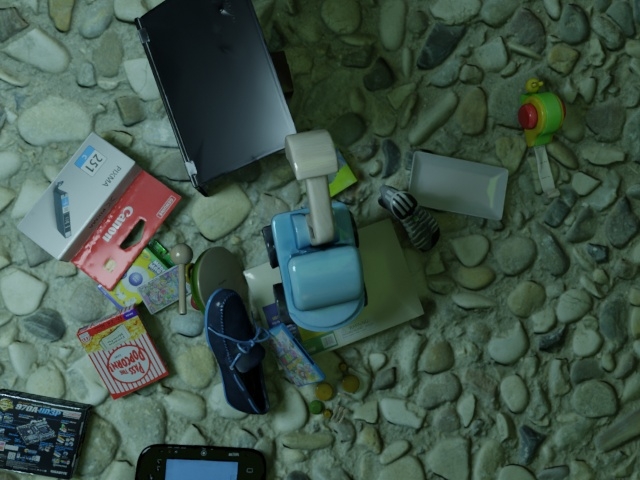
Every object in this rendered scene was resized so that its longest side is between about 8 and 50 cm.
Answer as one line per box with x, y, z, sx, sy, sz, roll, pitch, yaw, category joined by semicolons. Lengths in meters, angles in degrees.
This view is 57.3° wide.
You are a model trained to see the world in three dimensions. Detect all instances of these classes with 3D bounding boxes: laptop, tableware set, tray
-0.232;-0.327;1.308;0.236;0.408;0.382;-19;91;-6;laptop
0.039;0.393;1.527;0.104;0.024;0.154;25;87;-3;tableware set
0.367;-0.146;1.578;0.270;0.030;0.145;10;88;-7;tray

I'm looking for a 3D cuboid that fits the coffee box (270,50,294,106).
-0.151;-0.357;1.404;0.141;0.246;0.098;-13;90;-7;coffee box

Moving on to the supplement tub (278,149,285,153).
-0.138;-0.259;1.492;0.107;0.071;0.071;3;88;-8;supplement tub

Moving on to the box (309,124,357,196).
0.004;-0.202;1.525;0.109;0.042;0.178;-33;94;-8;box

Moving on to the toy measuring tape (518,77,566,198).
0.609;-0.279;1.572;0.121;0.121;0.330;-13;90;-8;toy measuring tape

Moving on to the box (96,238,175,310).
-0.450;0.089;1.457;0.179;0.043;0.105;-45;95;-8;box

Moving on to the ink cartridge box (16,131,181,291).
-0.531;-0.070;1.416;0.261;0.066;0.296;35;85;6;ink cartridge box

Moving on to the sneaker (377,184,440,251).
0.223;-0.072;1.531;0.086;0.132;0.229;-42;131;-2;sneaker

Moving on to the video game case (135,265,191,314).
-0.383;0.120;1.451;0.122;0.011;0.087;-30;123;-16;video game case

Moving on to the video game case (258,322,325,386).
-0.072;0.280;1.418;0.166;0.119;0.015;52;51;-5;video game case

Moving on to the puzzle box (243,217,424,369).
0.035;0.133;1.516;0.408;0.052;0.272;-19;92;-7;puzzle box

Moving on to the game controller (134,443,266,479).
-0.296;0.595;1.453;0.319;0.067;0.167;5;88;-8;game controller

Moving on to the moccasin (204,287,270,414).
-0.176;0.266;1.399;0.137;0.116;0.342;-41;130;-41;moccasin

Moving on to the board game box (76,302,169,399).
-0.477;0.271;1.427;0.146;0.045;0.194;-25;106;-7;board game box

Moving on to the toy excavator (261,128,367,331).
0.000;0.000;1.252;0.222;0.445;0.433;-11;95;-9;toy excavator

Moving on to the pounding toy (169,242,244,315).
-0.296;0.107;1.420;0.110;0.237;0.183;-10;76;27;pounding toy

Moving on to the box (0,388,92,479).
-0.686;0.466;1.411;0.220;0.051;0.175;12;87;-7;box
